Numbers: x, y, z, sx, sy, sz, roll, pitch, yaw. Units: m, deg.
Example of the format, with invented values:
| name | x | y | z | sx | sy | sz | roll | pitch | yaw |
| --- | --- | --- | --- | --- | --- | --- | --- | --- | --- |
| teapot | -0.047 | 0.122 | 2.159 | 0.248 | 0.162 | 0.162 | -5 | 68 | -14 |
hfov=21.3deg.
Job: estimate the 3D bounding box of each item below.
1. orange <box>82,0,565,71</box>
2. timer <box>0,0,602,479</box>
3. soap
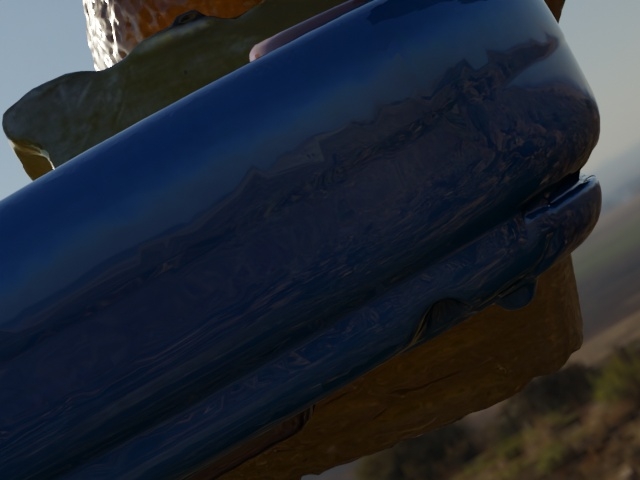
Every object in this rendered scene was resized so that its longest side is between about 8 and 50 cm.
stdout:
| name | x | y | z | sx | sy | sz | roll | pitch | yaw |
| --- | --- | --- | --- | --- | --- | --- | --- | --- | --- |
| orange | 0.009 | -0.190 | 1.200 | 0.357 | 0.322 | 0.322 | -24 | -4 | -13 |
| timer | -0.049 | 0.015 | 0.613 | 0.309 | 0.115 | 0.340 | -29 | 3 | 5 |
| soap | 0.000 | 0.000 | 1.043 | 0.293 | 0.156 | 0.335 | -18 | -34 | 0 |
